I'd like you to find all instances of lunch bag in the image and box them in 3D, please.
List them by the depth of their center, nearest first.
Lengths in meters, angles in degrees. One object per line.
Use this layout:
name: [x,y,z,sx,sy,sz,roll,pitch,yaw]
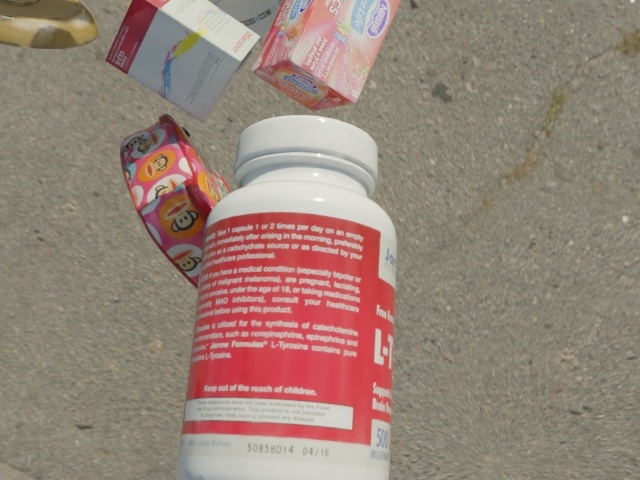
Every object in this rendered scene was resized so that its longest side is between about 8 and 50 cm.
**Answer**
lunch bag: [-0.198,-0.039,1.204,0.120,0.258,0.293,-31,43,1]

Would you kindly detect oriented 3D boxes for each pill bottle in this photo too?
pill bottle: [-0.029,0.079,0.858,0.229,0.229,0.408,0,72,13]

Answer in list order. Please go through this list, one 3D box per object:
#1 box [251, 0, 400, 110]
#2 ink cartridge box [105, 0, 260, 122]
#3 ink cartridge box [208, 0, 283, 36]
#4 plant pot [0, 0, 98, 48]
box: [0.027,-0.388,1.278,0.154,0.142,0.300,6,71,59]
ink cartridge box: [-0.205,-0.292,1.144,0.176,0.128,0.127,32,122,-8]
ink cartridge box: [-0.130,-0.539,1.512,0.385,0.308,0.091,-3,65,16]
plant pot: [-0.411,-0.314,0.988,0.236,0.236,0.032,32,120,20]
